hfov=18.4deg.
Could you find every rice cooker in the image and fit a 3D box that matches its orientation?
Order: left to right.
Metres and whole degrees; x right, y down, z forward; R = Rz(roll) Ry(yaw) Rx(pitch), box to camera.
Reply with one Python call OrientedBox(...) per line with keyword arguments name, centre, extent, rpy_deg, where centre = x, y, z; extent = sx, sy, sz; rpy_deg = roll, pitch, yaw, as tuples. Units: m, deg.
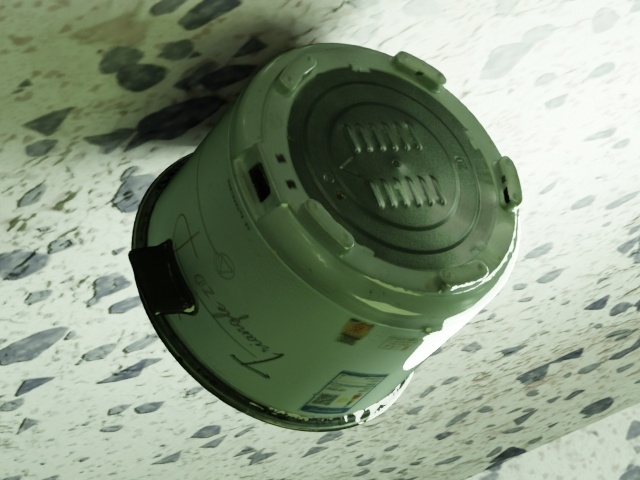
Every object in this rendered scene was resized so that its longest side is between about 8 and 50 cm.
OrientedBox(name="rice cooker", centre=(0.000, 0.000, 1.405), extent=(0.280, 0.241, 0.227), rpy_deg=(-10, 155, -37))
